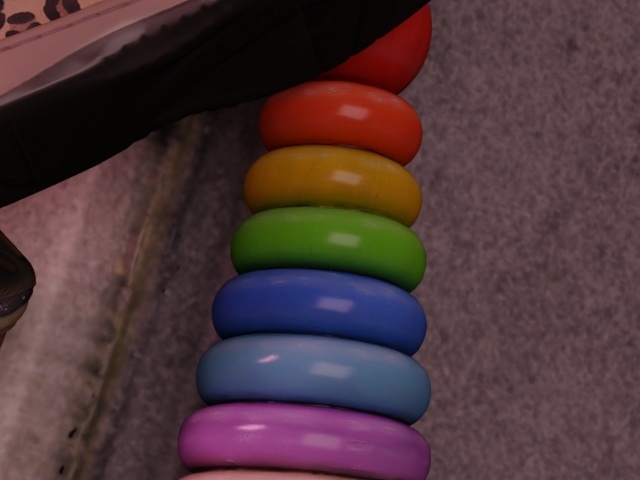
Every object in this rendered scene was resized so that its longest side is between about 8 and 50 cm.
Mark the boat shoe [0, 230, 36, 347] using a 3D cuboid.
[{"bbox_3d":[-0.283,0.051,0.791,0.324,0.120,0.122,1,37,-42],"label":"boat shoe"}]

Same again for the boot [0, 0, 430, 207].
[{"bbox_3d":[-0.115,-0.194,0.857,0.377,0.138,0.284,-27,72,-10],"label":"boot"}]

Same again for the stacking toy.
[{"bbox_3d":[0.000,0.000,0.924,0.141,0.141,0.330,8,76,-16],"label":"stacking toy"}]
